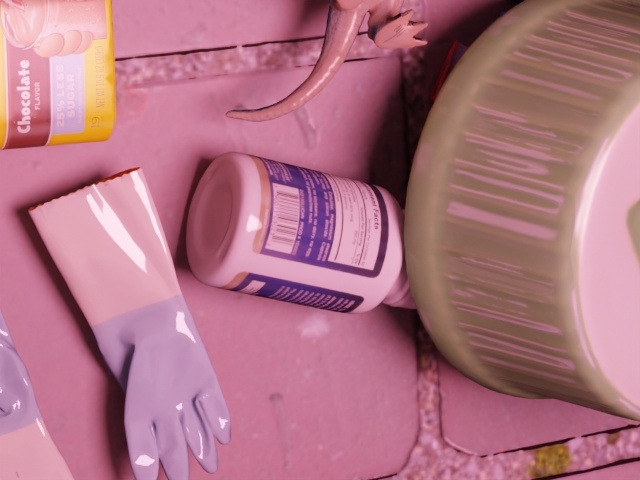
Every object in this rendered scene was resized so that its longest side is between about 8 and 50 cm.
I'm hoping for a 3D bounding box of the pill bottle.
[{"bbox_3d":[0.000,0.000,1.344,0.169,0.094,0.094,13,94,-28],"label":"pill bottle"}]

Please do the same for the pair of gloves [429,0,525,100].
[{"bbox_3d":[0.173,-0.132,1.428,0.159,0.023,0.198,27,85,-17],"label":"pair of gloves"}]

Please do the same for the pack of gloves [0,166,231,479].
[{"bbox_3d":[-0.178,0.087,1.320,0.195,0.046,0.232,-21,105,-8],"label":"pack of gloves"}]

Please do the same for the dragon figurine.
[{"bbox_3d":[0.035,-0.204,1.328,0.085,0.144,0.289,27,107,-28],"label":"dragon figurine"}]

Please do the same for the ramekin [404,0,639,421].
[{"bbox_3d":[0.219,-0.019,1.349,0.303,0.148,0.303,-12,109,-37],"label":"ramekin"}]

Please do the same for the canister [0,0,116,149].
[{"bbox_3d":[-0.221,-0.116,1.234,0.170,0.073,0.126,-7,103,-25],"label":"canister"}]
